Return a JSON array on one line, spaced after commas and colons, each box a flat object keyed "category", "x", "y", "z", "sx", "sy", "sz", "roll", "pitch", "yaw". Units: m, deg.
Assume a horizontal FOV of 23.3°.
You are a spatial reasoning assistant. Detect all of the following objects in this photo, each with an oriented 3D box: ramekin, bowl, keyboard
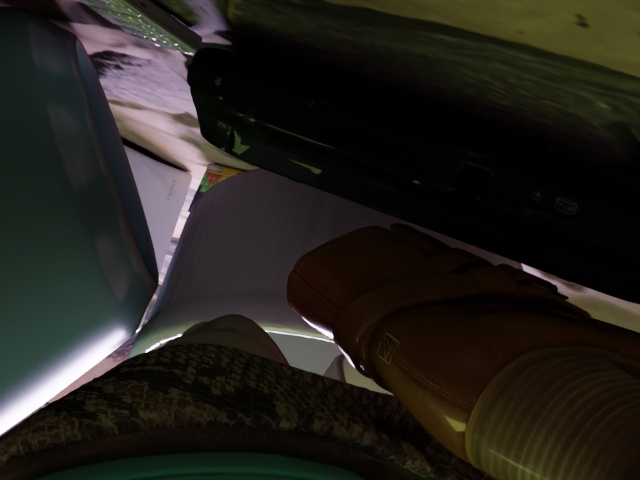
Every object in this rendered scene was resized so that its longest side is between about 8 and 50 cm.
[{"category": "ramekin", "x": 0.014, "y": 0.062, "z": 1.090, "sx": 0.277, "sy": 0.135, "sz": 0.277, "roll": 11, "pitch": 154, "yaw": 5}, {"category": "bowl", "x": -0.209, "y": -0.029, "z": 1.015, "sx": 0.163, "sy": 0.312, "sz": 0.311, "roll": -19, "pitch": 169, "yaw": -2}, {"category": "keyboard", "x": -0.169, "y": -0.167, "z": 0.849, "sx": 0.072, "sy": 0.014, "sz": 0.256, "roll": 13, "pitch": 165, "yaw": 48}]

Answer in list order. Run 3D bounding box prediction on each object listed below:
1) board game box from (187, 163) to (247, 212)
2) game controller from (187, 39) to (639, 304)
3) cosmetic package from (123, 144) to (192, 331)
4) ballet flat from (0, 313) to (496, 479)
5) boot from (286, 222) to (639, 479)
[{"category": "board game box", "x": 0.000, "y": 0.000, "z": 1.248, "sx": 0.170, "sy": 0.048, "sz": 0.141, "roll": 15, "pitch": 168, "yaw": 42}, {"category": "game controller", "x": 0.079, "y": -0.035, "z": 0.879, "sx": 0.319, "sy": 0.067, "sz": 0.166, "roll": 21, "pitch": -175, "yaw": 18}, {"category": "cosmetic package", "x": -0.298, "y": -0.028, "z": 1.459, "sx": 0.217, "sy": 0.156, "sz": 0.385, "roll": 22, "pitch": 171, "yaw": -23}, {"category": "ballet flat", "x": 0.013, "y": 0.131, "z": 0.863, "sx": 0.482, "sy": 0.164, "sz": 0.182, "roll": 16, "pitch": -143, "yaw": -31}, {"category": "boot", "x": 0.130, "y": 0.071, "z": 0.852, "sx": 0.220, "sy": 0.109, "sz": 0.283, "roll": 31, "pitch": -159, "yaw": 35}]
